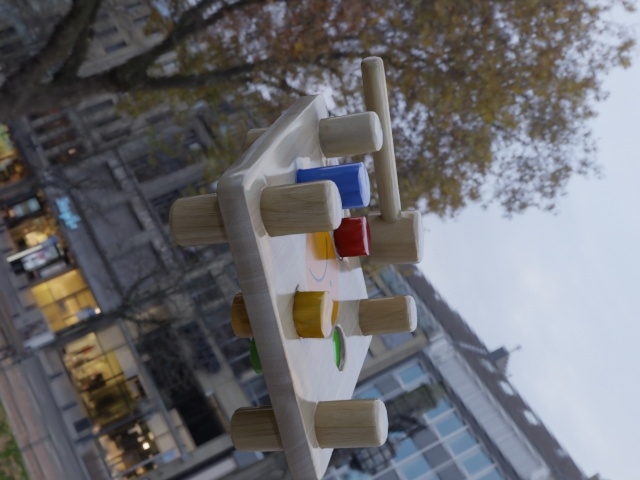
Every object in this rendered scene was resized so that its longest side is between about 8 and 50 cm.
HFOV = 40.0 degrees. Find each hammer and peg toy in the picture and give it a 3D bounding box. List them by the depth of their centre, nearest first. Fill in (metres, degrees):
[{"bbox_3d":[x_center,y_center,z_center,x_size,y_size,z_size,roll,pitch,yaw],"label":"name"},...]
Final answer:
[{"bbox_3d":[0.000,0.000,0.784,0.361,0.127,0.265,-61,142,-63],"label":"hammer and peg toy"}]
